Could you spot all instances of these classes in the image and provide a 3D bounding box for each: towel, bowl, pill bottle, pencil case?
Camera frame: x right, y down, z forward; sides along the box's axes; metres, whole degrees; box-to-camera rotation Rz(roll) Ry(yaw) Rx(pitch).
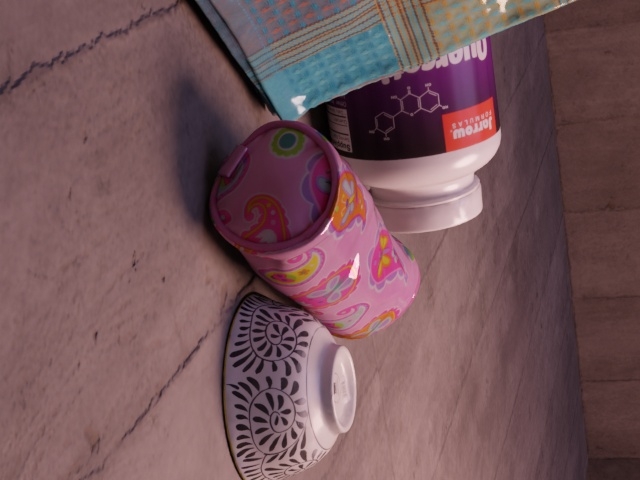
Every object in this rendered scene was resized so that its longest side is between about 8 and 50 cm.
[{"bbox_3d":[0.085,-0.231,1.029,0.271,0.370,0.040,54,17,-59],"label":"towel"},{"bbox_3d":[-0.017,0.129,1.098,0.170,0.080,0.170,-3,90,-72],"label":"bowl"},{"bbox_3d":[0.090,-0.179,1.333,0.181,0.181,0.323,-53,137,-64],"label":"pill bottle"},{"bbox_3d":[0.000,0.000,1.127,0.284,0.124,0.124,47,43,-65],"label":"pencil case"}]
